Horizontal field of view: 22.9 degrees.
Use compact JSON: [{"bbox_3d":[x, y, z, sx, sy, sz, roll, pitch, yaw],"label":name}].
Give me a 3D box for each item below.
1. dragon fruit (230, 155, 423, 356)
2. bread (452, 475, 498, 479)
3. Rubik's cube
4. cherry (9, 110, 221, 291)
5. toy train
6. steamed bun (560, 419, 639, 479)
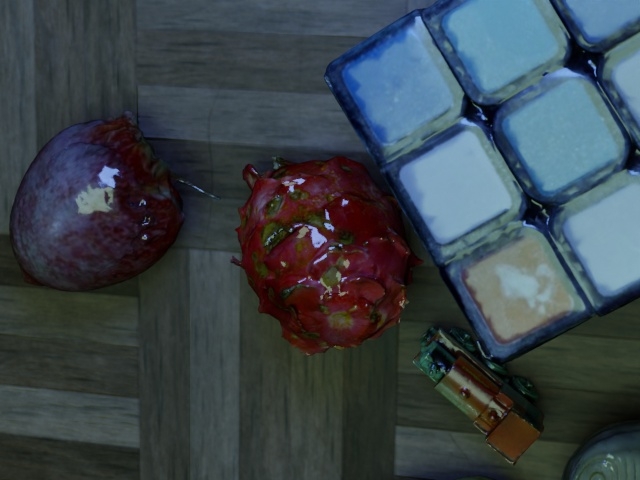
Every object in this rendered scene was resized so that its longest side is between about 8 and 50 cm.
[{"bbox_3d":[0.000,0.000,1.805,0.210,0.205,0.268,-31,54,-6],"label":"dragon fruit"},{"bbox_3d":[0.146,0.444,1.852,0.300,0.210,0.341,46,109,0],"label":"bread"},{"bbox_3d":[0.261,-0.129,1.617,0.358,0.363,0.362,-33,93,17],"label":"Rubik's cube"},{"bbox_3d":[-0.275,-0.029,1.882,0.192,0.175,0.249,45,112,-10],"label":"cherry"},{"bbox_3d":[0.182,0.171,1.827,0.176,0.118,0.074,41,106,2],"label":"toy train"},{"bbox_3d":[0.360,0.292,1.796,0.218,0.144,0.211,-4,112,-15],"label":"steamed bun"}]
